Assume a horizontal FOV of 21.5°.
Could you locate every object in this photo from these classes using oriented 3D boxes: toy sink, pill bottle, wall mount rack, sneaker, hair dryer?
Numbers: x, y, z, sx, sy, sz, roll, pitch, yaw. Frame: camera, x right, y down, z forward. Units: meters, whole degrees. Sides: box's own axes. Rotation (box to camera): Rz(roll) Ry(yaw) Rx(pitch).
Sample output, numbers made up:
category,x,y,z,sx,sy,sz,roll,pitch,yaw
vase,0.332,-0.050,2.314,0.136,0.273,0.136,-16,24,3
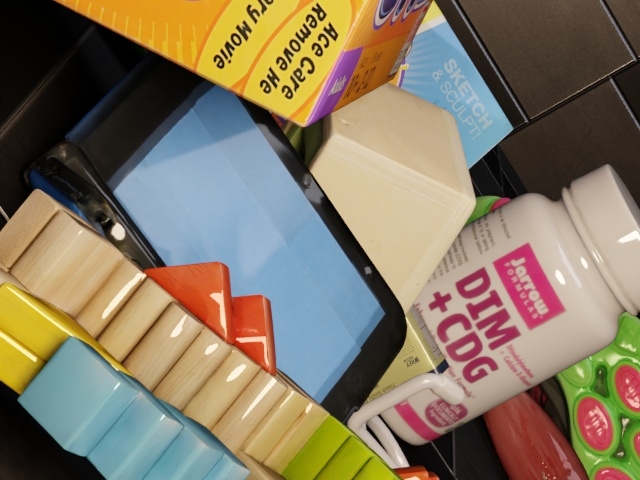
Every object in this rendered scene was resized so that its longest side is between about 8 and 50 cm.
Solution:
category,x,y,z,sx,sy,sz,roll,pitch,yaw
toy sink,0.000,0.000,1.309,0.131,0.234,0.152,24,26,-15
pill bottle,0.170,0.056,1.537,0.160,0.283,0.160,54,14,-21
wall mount rack,0.145,0.271,1.327,0.304,0.130,0.350,48,19,-41
sneaker,0.319,0.151,2.036,0.482,0.185,0.202,56,1,11
hair dryer,0.250,0.266,1.903,0.293,0.080,0.223,60,-4,-23

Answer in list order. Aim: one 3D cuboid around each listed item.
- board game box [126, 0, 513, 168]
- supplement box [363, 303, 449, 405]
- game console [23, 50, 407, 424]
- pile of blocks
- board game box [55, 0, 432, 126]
category,x,y,z,sx,sy,sz,roll,pitch,yaw
board game box,-0.006,-0.152,1.453,0.316,0.242,0.064,55,-23,-17
supplement box,0.053,0.097,1.455,0.083,0.083,0.056,60,14,3
game console,-0.032,0.026,1.068,0.293,0.173,0.250,54,-10,-20
pile of blocks,-0.040,0.091,0.862,0.362,0.112,0.149,38,0,-20
board game box,-0.057,-0.323,1.075,0.356,0.356,0.356,28,13,5
